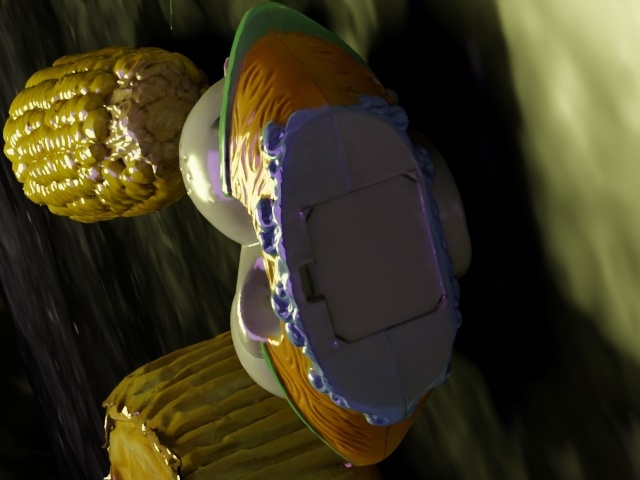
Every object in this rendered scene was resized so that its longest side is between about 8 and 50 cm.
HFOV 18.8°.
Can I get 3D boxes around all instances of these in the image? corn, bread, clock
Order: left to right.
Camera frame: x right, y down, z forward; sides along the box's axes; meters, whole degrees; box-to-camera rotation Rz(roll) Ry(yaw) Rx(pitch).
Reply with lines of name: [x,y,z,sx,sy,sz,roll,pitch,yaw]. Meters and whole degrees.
corn: [-0.135,-0.068,1.261,0.322,0.119,0.119,7,116,70]
bread: [-0.040,0.183,1.202,0.253,0.142,0.227,-130,24,-60]
clock: [0.000,0.000,0.893,0.144,0.103,0.231,-143,38,-67]

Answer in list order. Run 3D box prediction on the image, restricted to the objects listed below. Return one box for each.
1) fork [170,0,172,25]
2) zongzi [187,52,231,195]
fork: [-0.127,-0.225,1.218,0.039,0.021,0.235,97,151,-51]
zongzi: [-0.008,-0.054,0.998,0.052,0.113,0.104,26,96,48]
